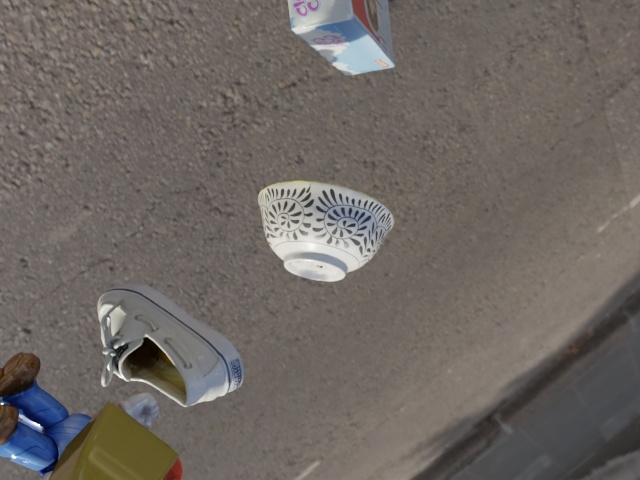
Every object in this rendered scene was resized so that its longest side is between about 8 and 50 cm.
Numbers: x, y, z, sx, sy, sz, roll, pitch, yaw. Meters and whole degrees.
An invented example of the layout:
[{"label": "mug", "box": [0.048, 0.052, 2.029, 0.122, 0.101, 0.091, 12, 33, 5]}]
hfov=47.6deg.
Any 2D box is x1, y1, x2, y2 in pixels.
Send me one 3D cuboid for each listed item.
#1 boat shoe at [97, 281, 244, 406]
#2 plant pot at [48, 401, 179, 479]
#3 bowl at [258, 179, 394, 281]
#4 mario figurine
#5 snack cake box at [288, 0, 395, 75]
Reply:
[{"label": "boat shoe", "box": [-0.302, 0.182, 1.205, 0.157, 0.367, 0.135, -21, 124, -42]}, {"label": "plant pot", "box": [-0.189, 0.209, 0.628, 0.081, 0.081, 0.083, -45, -171, 24]}, {"label": "bowl", "box": [0.000, 0.000, 0.871, 0.170, 0.080, 0.170, 9, 159, 3]}, {"label": "mario figurine", "box": [-0.293, 0.275, 0.975, 0.320, 0.170, 0.198, 48, 61, -34]}, {"label": "snack cake box", "box": [0.033, -0.348, 1.056, 0.089, 0.152, 0.264, -6, 177, 18]}]
